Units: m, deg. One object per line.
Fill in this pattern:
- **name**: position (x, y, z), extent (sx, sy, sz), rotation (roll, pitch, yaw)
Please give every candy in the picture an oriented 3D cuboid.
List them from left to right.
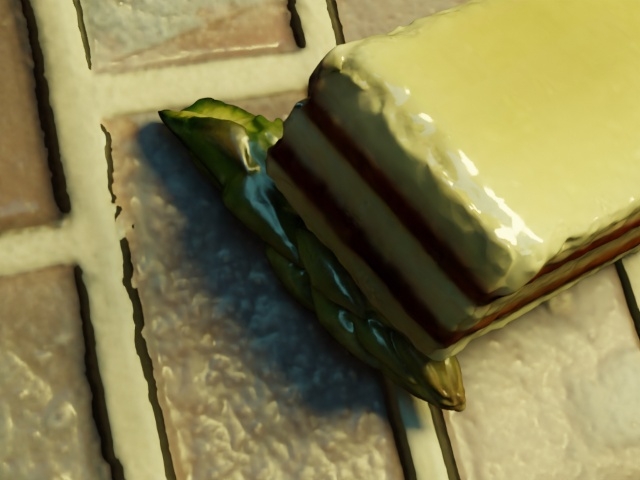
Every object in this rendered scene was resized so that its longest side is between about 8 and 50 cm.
- **candy**: position (0.144, -0.067, 1.175), extent (0.320, 0.135, 0.179), rotation (-24, 72, -36)

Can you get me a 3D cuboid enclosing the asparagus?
- **asparagus**: position (0.000, 0.000, 1.191), extent (0.080, 0.080, 0.287), rotation (-34, 77, -22)
